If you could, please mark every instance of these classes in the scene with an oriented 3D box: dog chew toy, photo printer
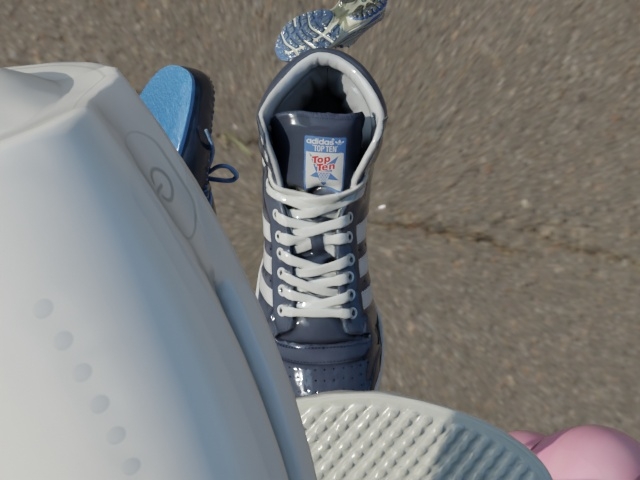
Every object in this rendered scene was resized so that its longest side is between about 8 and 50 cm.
[{"bbox_3d":[0.269,0.327,1.725,0.206,0.331,0.207,1,88,-42],"label":"dog chew toy"},{"bbox_3d":[-0.153,0.086,0.402,0.307,0.107,0.256,-8,112,12],"label":"photo printer"}]

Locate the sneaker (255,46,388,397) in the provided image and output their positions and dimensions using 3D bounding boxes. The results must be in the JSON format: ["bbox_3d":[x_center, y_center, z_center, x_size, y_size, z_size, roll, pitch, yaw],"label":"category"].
[{"bbox_3d":[0.000,0.000,0.995,0.099,0.153,0.282,0,75,-2],"label":"sneaker"}]

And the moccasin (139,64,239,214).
[{"bbox_3d":[-0.187,-0.045,1.684,0.116,0.137,0.342,4,110,-42],"label":"moccasin"}]

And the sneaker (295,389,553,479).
[{"bbox_3d":[0.010,0.140,0.852,0.282,0.161,0.102,7,84,16],"label":"sneaker"}]

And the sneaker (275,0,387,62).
[{"bbox_3d":[0.016,-0.226,1.502,0.135,0.058,0.052,-28,69,1],"label":"sneaker"}]
